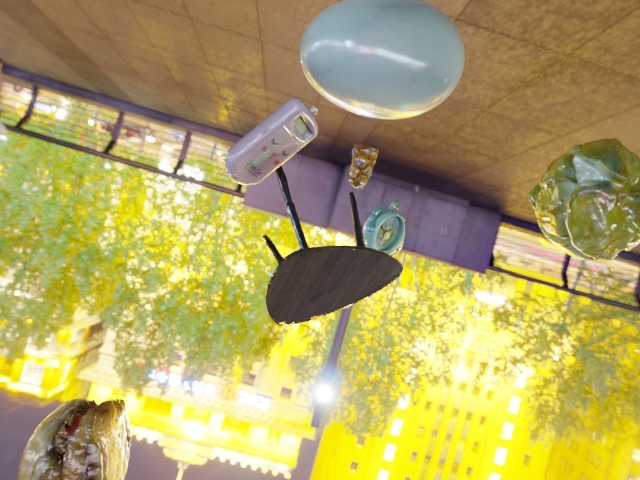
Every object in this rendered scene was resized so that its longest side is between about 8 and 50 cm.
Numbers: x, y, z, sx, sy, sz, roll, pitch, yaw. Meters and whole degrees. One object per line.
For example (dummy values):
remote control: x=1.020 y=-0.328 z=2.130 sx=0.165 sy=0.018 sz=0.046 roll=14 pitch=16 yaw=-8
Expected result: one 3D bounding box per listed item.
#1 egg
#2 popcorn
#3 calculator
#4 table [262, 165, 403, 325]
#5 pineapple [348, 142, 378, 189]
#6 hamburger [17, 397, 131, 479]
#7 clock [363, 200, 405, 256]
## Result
egg: x=0.124 y=-0.351 z=0.905 sx=0.371 sy=0.229 sz=0.230 roll=-12 pitch=-165 yaw=-35
popcorn: x=0.612 y=-0.089 z=1.008 sx=0.277 sy=0.276 sz=0.225 roll=16 pitch=-170 yaw=0
calculator: x=-0.074 y=-0.154 z=0.737 sx=0.032 sy=0.175 sz=0.100 roll=54 pitch=-175 yaw=20
table: x=0.000 y=0.000 z=1.062 sx=0.318 sy=0.248 sz=0.317 roll=-14 pitch=148 yaw=-9
pineapple: x=0.110 y=-0.210 z=1.267 sx=0.069 sy=0.137 sz=0.116 roll=16 pitch=-137 yaw=0
hamburger: x=-0.535 y=0.471 z=1.044 sx=0.163 sy=0.244 sz=0.244 roll=-2 pitch=178 yaw=-1
clock: x=0.193 y=-0.031 z=1.428 sx=0.148 sy=0.188 sz=0.060 roll=-16 pitch=-147 yaw=-34
